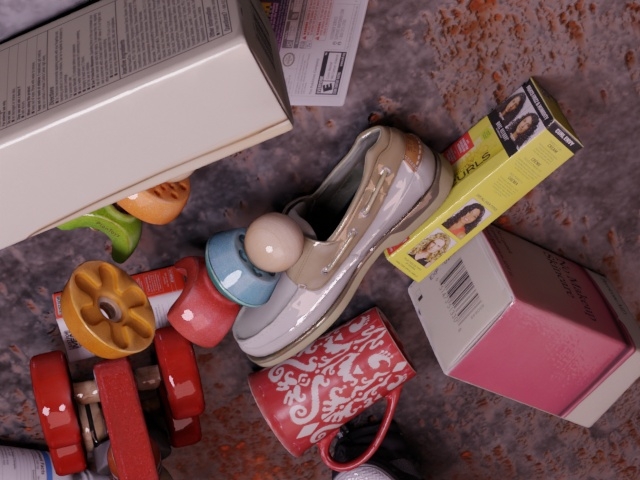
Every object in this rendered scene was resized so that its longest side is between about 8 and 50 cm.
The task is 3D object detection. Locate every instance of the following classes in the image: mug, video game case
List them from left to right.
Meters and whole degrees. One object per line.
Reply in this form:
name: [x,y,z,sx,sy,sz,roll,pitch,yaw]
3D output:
video game case: [-0.047,-0.215,1.409,0.183,0.023,0.201,-1,131,-17]
mug: [0.026,0.169,1.710,0.169,0.113,0.150,-33,122,6]

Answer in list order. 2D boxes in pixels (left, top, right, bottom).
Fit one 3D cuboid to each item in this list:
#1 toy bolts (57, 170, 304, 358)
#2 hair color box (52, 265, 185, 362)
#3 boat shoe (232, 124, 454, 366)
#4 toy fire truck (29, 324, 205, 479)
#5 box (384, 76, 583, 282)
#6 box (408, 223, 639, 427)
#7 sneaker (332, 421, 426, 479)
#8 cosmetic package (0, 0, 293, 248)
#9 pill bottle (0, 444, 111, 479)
toy bolts: [-0.128,0.012,1.443,0.228,0.218,0.158,31,127,-32]
hair color box: [-0.211,0.079,1.598,0.141,0.043,0.072,-13,133,-7]
boat shoe: [0.000,0.000,1.561,0.103,0.113,0.302,34,104,-35]
toy fire truck: [-0.198,0.246,1.578,0.169,0.254,0.302,-12,159,-10]
box: [0.162,-0.063,1.567,0.232,0.087,0.058,-40,128,19]
box: [0.239,0.095,1.685,0.232,0.148,0.127,22,120,-33]
sneaker: [0.110,0.315,1.829,0.101,0.153,0.268,-40,121,18]
cosmetic package: [-0.192,-0.125,1.328,0.309,0.160,0.113,-22,131,10]
pill bottle: [-0.355,0.297,1.688,0.221,0.124,0.124,14,125,-27]
